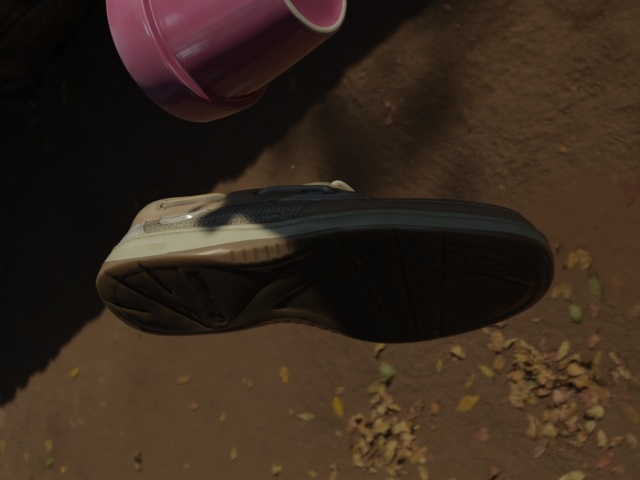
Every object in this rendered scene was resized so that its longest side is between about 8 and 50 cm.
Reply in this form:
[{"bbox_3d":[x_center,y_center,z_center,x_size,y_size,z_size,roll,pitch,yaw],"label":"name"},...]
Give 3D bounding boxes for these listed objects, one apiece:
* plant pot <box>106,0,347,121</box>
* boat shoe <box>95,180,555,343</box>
[{"bbox_3d":[-0.081,-0.240,0.788,0.180,0.201,0.201,-13,82,34],"label":"plant pot"},{"bbox_3d":[0.000,0.000,0.595,0.341,0.110,0.122,-1,133,12],"label":"boat shoe"}]
